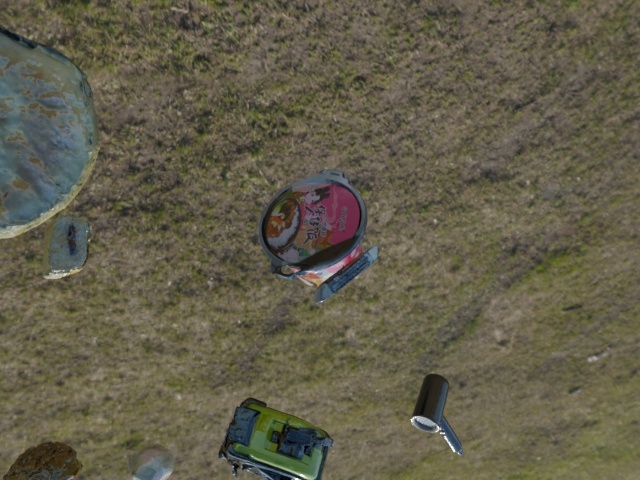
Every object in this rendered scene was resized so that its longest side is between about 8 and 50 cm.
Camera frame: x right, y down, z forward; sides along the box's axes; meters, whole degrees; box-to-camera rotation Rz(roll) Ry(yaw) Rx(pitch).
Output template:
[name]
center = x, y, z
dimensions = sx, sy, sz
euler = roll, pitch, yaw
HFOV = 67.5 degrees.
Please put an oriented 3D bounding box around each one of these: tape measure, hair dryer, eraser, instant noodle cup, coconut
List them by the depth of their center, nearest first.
[eraser]
center = 0.029, 0.037, 0.538
dimensions = 0.099, 0.019, 0.027
euler = -34, 180, -28
[tape measure]
center = -0.075, 0.359, 0.822
dimensions = 0.186, 0.112, 0.199
euler = 18, 149, -4
[instant noodle cup]
center = 0.000, 0.000, 1.156
dimensions = 0.303, 0.258, 0.182
euler = -53, 149, -19
[hair dryer]
center = 0.316, 0.462, 1.223
dimensions = 0.069, 0.128, 0.256
euler = -8, 129, 37
[coconut]
center = -0.466, 0.611, 1.295
dimensions = 0.110, 0.110, 0.124
euler = -31, 162, 13

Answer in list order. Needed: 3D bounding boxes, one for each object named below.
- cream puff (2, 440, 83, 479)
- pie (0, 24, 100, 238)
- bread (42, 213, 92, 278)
[cream puff]
center = -0.648, 0.534, 1.115
dimensions = 0.150, 0.115, 0.165
euler = -18, 172, -15
[pie]
center = -0.486, -0.167, 0.705
dimensions = 0.337, 0.338, 0.075
euler = 11, 164, -31
[bread]
center = -0.514, 0.015, 0.970
dimensions = 0.082, 0.125, 0.106
euler = 7, 165, -33
